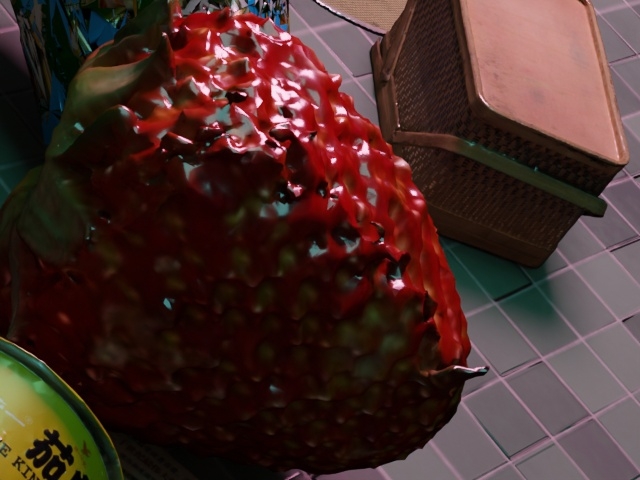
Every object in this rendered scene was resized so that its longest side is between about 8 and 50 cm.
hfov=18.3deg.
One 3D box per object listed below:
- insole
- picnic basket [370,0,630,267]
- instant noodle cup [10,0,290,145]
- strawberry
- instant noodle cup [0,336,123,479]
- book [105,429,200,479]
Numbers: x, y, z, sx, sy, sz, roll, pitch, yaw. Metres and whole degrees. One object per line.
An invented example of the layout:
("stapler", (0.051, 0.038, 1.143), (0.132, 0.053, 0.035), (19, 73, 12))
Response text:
("insole", (0.101, -0.210, 1.900), (0.322, 0.007, 0.109), (21, 39, -21))
("picnic basket", (0.154, -0.119, 1.729), (0.165, 0.139, 0.266), (20, 39, -23))
("instant noodle cup", (-0.121, -0.161, 1.454), (0.240, 0.240, 0.178), (-17, 104, -49))
("strawberry", (-0.035, 0.018, 1.265), (0.343, 0.292, 0.292), (28, 37, -11))
("instant noodle cup", (-0.216, 0.153, 1.057), (0.182, 0.182, 0.144), (35, 45, -4))
("book", (-0.149, 0.218, 1.194), (0.201, 0.026, 0.289), (39, 36, 6))
